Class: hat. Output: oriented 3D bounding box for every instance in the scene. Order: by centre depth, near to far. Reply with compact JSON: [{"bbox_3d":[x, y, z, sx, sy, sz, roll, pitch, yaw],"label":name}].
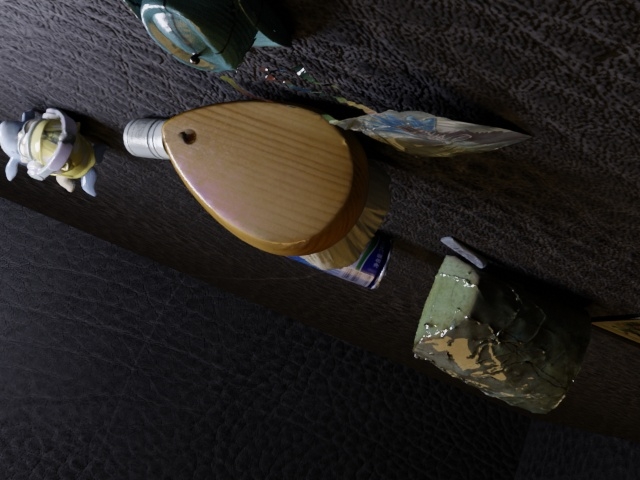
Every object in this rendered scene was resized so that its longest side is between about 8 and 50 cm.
[{"bbox_3d":[-0.108,-0.197,0.734,0.138,0.078,0.191,6,162,39],"label":"hat"}]

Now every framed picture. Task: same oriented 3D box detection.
[{"bbox_3d":[0.574,0.168,1.412,0.195,0.010,0.199,22,168,-10],"label":"framed picture"}]

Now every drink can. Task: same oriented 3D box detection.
[{"bbox_3d":[0.000,0.000,1.386,0.235,0.097,0.097,22,168,-7],"label":"drink can"}]

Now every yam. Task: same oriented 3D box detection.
[{"bbox_3d":[0.298,0.148,1.365,0.271,0.202,0.201,22,149,-3],"label":"yam"}]

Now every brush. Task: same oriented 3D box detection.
[{"bbox_3d":[-0.056,-0.079,0.995,0.267,0.174,0.166,25,179,15],"label":"brush"}]

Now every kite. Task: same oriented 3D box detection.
[{"bbox_3d":[0.047,-0.120,0.821,0.310,0.015,0.169,12,173,-29],"label":"kite"}]

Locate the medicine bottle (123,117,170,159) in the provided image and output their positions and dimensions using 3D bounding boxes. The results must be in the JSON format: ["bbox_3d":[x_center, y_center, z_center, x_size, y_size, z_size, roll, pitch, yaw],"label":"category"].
[{"bbox_3d":[-0.237,-0.148,1.194,0.091,0.058,0.058,9,164,40],"label":"medicine bottle"}]

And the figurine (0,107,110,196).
[{"bbox_3d":[-0.445,-0.151,1.378,0.184,0.128,0.208,4,169,43],"label":"figurine"}]

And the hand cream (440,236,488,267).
[{"bbox_3d":[0.229,0.019,1.290,0.093,0.019,0.030,28,164,-25],"label":"hand cream"}]
